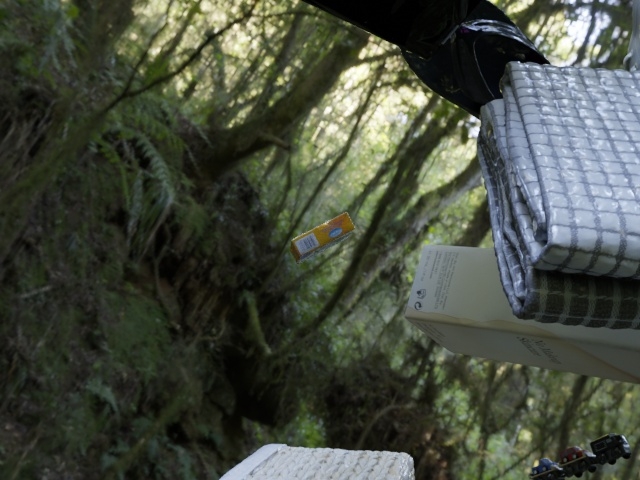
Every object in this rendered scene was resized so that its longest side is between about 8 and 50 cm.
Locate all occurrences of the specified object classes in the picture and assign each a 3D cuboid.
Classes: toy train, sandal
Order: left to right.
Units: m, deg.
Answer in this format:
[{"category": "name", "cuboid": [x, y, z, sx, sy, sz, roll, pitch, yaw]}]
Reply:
[{"category": "sandal", "cuboid": [0.302, -0.238, 1.051, 0.445, 0.167, 0.107, 44, -6, 0]}, {"category": "toy train", "cuboid": [0.320, 0.278, 0.859, 0.027, 0.036, 0.158, 11, -38, -29]}]

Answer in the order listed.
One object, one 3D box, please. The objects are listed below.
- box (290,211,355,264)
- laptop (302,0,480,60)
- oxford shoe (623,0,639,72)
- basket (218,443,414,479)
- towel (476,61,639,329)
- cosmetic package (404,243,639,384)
[{"category": "box", "cuboid": [0.000, 0.000, 0.927, 0.028, 0.081, 0.136, 62, -6, 6]}, {"category": "laptop", "cuboid": [0.160, -0.432, 0.764, 0.407, 0.236, 0.382, 8, -45, -44]}, {"category": "oxford shoe", "cuboid": [0.550, -0.258, 1.072, 0.130, 0.450, 0.169, -8, -19, 34]}, {"category": "basket", "cuboid": [-0.008, 0.493, 0.976, 0.266, 0.329, 0.331, -3, -1, 14]}, {"category": "towel", "cuboid": [0.266, -0.041, 0.594, 0.234, 0.284, 0.121, 4, -50, 1]}, {"category": "cosmetic package", "cuboid": [0.284, 0.092, 0.864, 0.309, 0.113, 0.160, 4, -22, 40]}]
